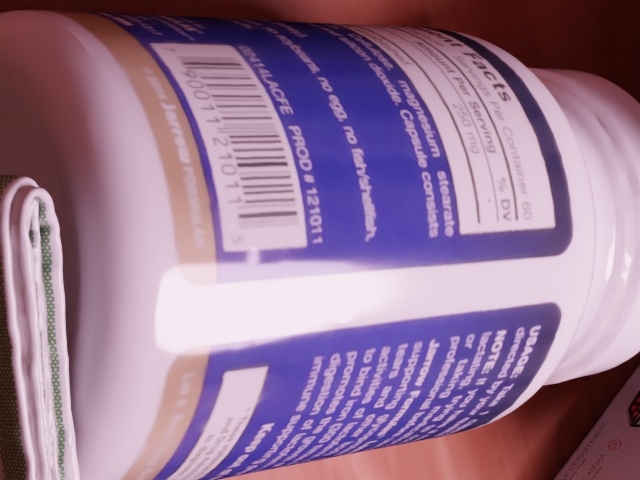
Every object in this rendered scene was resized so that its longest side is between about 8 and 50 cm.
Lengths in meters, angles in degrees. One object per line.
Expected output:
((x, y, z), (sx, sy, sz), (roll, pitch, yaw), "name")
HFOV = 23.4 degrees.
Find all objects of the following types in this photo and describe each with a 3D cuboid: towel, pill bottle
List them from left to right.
((-0.132, 0.030, 0.443), (0.023, 0.152, 0.113), (-23, 115, -55), "towel")
((0.000, 0.000, 0.543), (0.264, 0.153, 0.153), (-3, 103, -40), "pill bottle")

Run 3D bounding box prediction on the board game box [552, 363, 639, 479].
((0.199, 0.227, 0.831), (0.193, 0.053, 0.305), (-47, 126, -23), "board game box")
